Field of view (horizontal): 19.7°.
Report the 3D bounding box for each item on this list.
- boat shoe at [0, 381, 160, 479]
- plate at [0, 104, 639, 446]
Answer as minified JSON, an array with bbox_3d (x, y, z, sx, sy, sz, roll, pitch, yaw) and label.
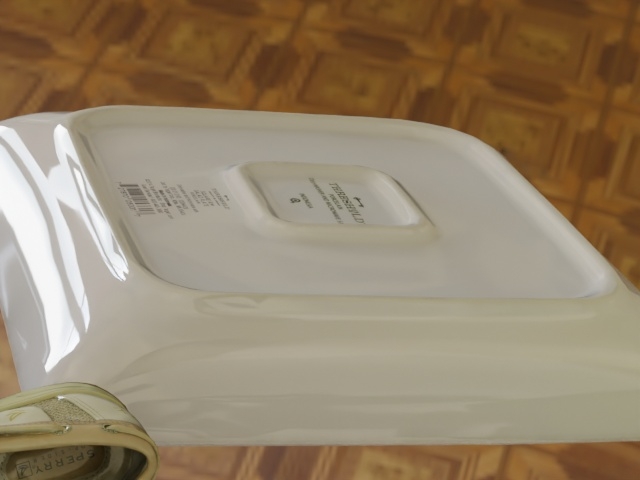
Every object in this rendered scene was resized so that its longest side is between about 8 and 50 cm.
[{"bbox_3d":[-0.124,0.085,0.556,0.153,0.056,0.048,-16,11,-16],"label":"boat shoe"},{"bbox_3d":[0.000,0.000,0.773,0.278,0.045,0.277,1,24,-18],"label":"plate"}]
